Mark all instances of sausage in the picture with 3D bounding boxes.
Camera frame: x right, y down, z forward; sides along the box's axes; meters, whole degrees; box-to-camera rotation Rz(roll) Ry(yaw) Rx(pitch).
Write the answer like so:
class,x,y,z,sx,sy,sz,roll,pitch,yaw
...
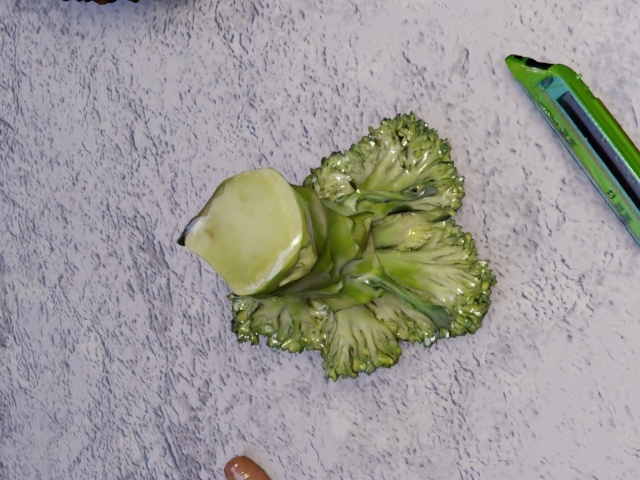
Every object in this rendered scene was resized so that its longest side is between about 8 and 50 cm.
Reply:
class,x,y,z,sx,sy,sz,roll,pitch,yaw
sausage,-0.047,0.324,1.023,0.043,0.043,0.186,-44,74,30

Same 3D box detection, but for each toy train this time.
class,x,y,z,sx,sy,sz,roll,pitch,yaw
toy train,0.235,-0.089,0.770,0.042,0.044,0.209,-40,76,32

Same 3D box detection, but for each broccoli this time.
class,x,y,z,sx,sy,sz,roll,pitch,yaw
broccoli,0.022,-0.005,0.751,0.252,0.361,0.221,-19,79,-4

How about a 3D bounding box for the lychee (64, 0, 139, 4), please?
class,x,y,z,sx,sy,sz,roll,pitch,yaw
lychee,-0.217,-0.379,0.866,0.331,0.306,0.305,-1,98,29
